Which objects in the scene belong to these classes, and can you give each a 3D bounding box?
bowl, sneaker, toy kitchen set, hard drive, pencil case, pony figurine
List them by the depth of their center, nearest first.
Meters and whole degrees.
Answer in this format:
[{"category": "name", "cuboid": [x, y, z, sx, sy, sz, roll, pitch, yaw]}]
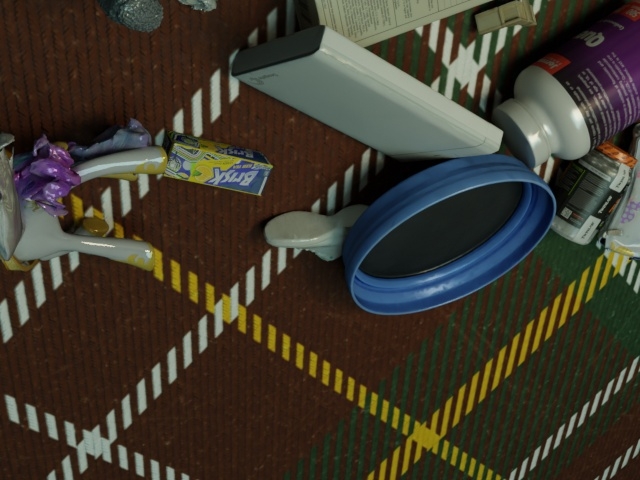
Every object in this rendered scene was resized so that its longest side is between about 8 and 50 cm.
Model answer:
[{"category": "pony figurine", "cuboid": [-0.399, -0.059, 1.100, 0.363, 0.303, 0.351, -14, 136, -35]}, {"category": "hard drive", "cuboid": [0.071, -0.207, 1.225, 0.353, 0.233, 0.047, 22, 78, -34]}, {"category": "toy kitchen set", "cuboid": [0.304, -0.382, 1.343, 0.083, 0.075, 0.068, -13, 90, -57]}, {"category": "sneaker", "cuboid": [0.000, 0.000, 1.421, 0.212, 0.080, 0.094, -7, 135, -22]}, {"category": "bowl", "cuboid": [0.221, -0.006, 1.433, 0.391, 0.077, 0.391, -17, 149, -11]}, {"category": "pencil case", "cuboid": [0.645, -0.100, 1.626, 0.124, 0.113, 0.273, 4, 120, -10]}]

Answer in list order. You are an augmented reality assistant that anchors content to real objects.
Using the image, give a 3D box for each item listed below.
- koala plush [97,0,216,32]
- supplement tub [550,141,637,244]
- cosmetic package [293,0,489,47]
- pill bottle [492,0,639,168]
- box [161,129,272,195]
[{"category": "koala plush", "cuboid": [-0.184, -0.385, 1.043, 0.221, 0.203, 0.196, -4, 134, -48]}, {"category": "supplement tub", "cuboid": [0.516, -0.097, 1.565, 0.117, 0.117, 0.190, 17, 113, -32]}, {"category": "cosmetic package", "cuboid": [0.115, -0.399, 1.187, 0.309, 0.113, 0.160, -22, 127, -11]}, {"category": "pill bottle", "cuboid": [0.464, -0.261, 1.393, 0.323, 0.181, 0.181, -33, 128, -2]}, {"category": "box", "cuboid": [-0.165, -0.120, 1.275, 0.169, 0.054, 0.059, 10, 116, -30]}]
